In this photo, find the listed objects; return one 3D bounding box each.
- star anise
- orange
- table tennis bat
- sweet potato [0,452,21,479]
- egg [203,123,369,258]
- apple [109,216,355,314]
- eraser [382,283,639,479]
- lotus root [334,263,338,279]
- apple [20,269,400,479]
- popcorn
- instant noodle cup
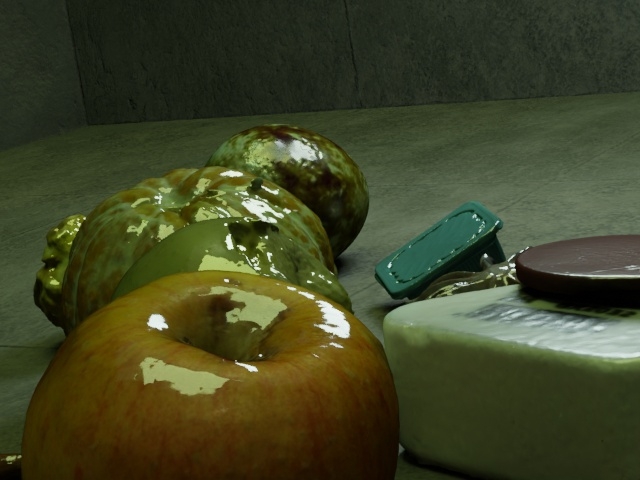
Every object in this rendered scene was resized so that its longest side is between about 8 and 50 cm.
[{"bbox_3d":[0.202,0.087,1.717,0.258,0.110,0.198,-10,26,27],"label":"star anise"},{"bbox_3d":[-0.147,0.047,1.717,0.329,0.249,0.329,-7,30,4],"label":"orange"},{"bbox_3d":[0.303,0.025,1.403,0.200,0.038,0.310,-8,10,-11],"label":"table tennis bat"},{"bbox_3d":[-0.432,0.250,1.510,0.265,0.057,0.057,-6,12,-8],"label":"sweet potato"},{"bbox_3d":[-0.050,-0.060,2.228,0.289,0.238,0.238,-4,8,-33],"label":"egg"},{"bbox_3d":[-0.084,0.111,1.446,0.279,0.279,0.279,-8,12,2],"label":"apple"},{"bbox_3d":[0.211,0.130,1.396,0.331,0.150,0.331,-9,12,2],"label":"eraser"},{"bbox_3d":[-0.103,0.057,1.960,0.278,0.154,0.154,1,16,33],"label":"lotus root"},{"bbox_3d":[-0.088,0.177,1.153,0.299,0.275,0.299,3,19,-1],"label":"apple"},{"bbox_3d":[-0.305,0.055,2.023,0.156,0.197,0.197,3,17,34],"label":"popcorn"},{"bbox_3d":[0.168,0.031,1.952,0.179,0.070,0.157,-34,15,0],"label":"instant noodle cup"}]
